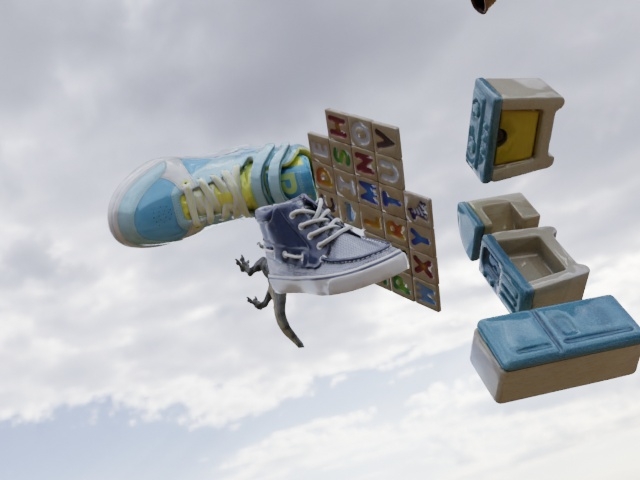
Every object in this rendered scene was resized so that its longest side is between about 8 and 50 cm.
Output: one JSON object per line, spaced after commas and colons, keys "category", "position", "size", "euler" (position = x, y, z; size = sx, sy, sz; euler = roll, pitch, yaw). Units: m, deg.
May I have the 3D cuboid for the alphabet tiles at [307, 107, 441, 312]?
{"category": "alphabet tiles", "position": [0.063, -0.041, 1.097], "size": [0.009, 0.198, 0.237], "euler": [-31, -53, -32]}

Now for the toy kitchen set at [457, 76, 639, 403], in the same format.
{"category": "toy kitchen set", "position": [0.159, -0.010, 0.713], "size": [0.122, 0.207, 0.166], "euler": [-10, -52, -14]}

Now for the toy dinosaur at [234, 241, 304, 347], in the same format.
{"category": "toy dinosaur", "position": [-0.090, 0.069, 1.629], "size": [0.118, 0.268, 0.064], "euler": [-16, -19, 36]}

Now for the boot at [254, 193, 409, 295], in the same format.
{"category": "boot", "position": [0.000, 0.000, 0.817], "size": [0.069, 0.086, 0.190], "euler": [-23, 9, -35]}

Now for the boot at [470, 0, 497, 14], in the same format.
{"category": "boot", "position": [0.264, -0.329, 0.909], "size": [0.280, 0.096, 0.264], "euler": [-48, -22, -4]}

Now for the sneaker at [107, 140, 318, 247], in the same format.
{"category": "sneaker", "position": [-0.128, -0.071, 1.273], "size": [0.208, 0.127, 0.319], "euler": [4, 23, 45]}
